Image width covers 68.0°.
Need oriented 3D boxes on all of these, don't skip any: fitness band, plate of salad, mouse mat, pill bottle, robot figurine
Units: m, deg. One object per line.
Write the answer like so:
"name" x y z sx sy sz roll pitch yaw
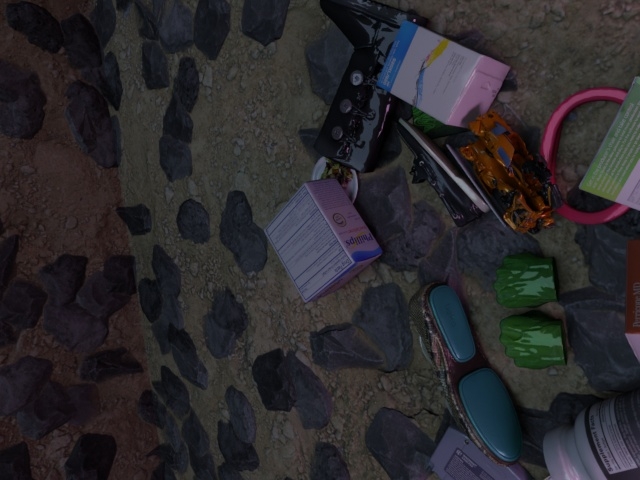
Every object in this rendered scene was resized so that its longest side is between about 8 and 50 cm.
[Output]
"fitness band" 0.590 -0.179 1.027 0.209 0.054 0.291 12 107 38
"plate of salad" 0.035 -0.181 1.533 0.199 0.048 0.200 9 103 42
"mouse mat" 0.326 -0.353 1.265 0.189 0.007 0.153 -4 95 44
"pill bottle" 0.661 0.414 0.956 0.363 0.210 0.210 -44 68 39
"robot figurine" 0.436 -0.143 1.095 0.211 0.085 0.291 79 166 -67

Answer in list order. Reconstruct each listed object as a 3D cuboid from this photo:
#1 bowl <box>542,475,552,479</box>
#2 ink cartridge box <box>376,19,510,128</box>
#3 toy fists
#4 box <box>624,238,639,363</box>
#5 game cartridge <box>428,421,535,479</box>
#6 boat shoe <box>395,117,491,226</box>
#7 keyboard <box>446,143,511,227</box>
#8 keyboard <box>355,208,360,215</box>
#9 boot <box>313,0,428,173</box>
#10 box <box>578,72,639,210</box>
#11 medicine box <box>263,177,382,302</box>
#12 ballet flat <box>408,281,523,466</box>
"bowl" 0.601 0.649 1.122 0.170 0.080 0.170 -30 34 23
"ink cartridge box" 0.298 -0.402 1.160 0.232 0.171 0.168 41 122 31
"toy fists" 0.500 0.168 1.141 0.142 0.096 0.279 -7 92 33
"box" 0.732 0.107 0.800 0.345 0.168 0.215 -11 45 43
"game cartridge" 0.452 0.650 1.297 0.294 0.060 0.196 36 124 32
"boat shoe" 0.293 -0.175 1.245 0.340 0.127 0.113 49 117 12
"keyboard" 0.398 -0.138 1.191 0.014 0.072 0.256 -42 70 34
"keyboard" 0.035 0.014 1.576 0.317 0.033 0.202 -31 79 44
"boot" 0.079 -0.464 1.391 0.367 0.146 0.445 38 125 33
"box" 0.689 -0.143 0.867 0.322 0.058 0.232 27 126 22
"medicine box" 0.000 0.000 1.480 0.263 0.149 0.289 -43 72 41
"ballet flat" 0.369 0.349 1.273 0.483 0.164 0.182 68 154 17
